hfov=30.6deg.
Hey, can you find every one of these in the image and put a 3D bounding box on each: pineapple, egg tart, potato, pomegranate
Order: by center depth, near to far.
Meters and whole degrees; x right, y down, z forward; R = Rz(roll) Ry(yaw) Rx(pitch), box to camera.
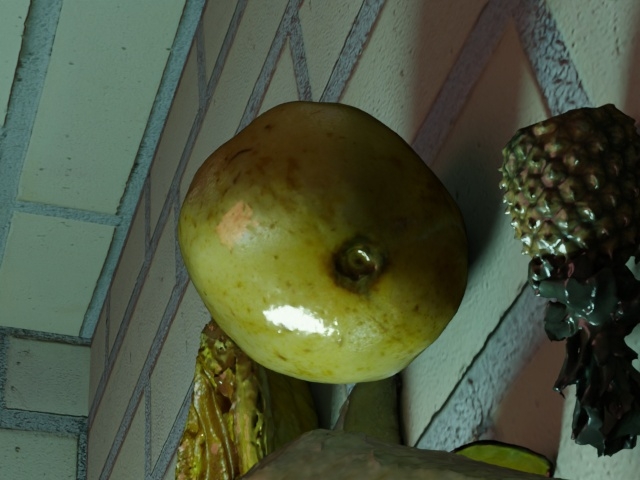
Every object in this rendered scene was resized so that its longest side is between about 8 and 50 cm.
[{"bbox_3d":[0.199,0.030,0.854,0.125,0.125,0.251,137,129,-61],"label":"pineapple"},{"bbox_3d":[0.007,0.008,1.143,0.307,0.307,0.307,-170,90,-72],"label":"pomegranate"},{"bbox_3d":[0.034,0.221,1.245,0.100,0.089,0.172,124,149,-56],"label":"potato"},{"bbox_3d":[-0.095,0.281,1.500,0.351,0.153,0.339,-163,83,-71],"label":"egg tart"}]

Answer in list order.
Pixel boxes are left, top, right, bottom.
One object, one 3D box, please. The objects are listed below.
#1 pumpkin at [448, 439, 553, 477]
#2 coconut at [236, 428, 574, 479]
[{"bbox_3d":[0.066,0.300,0.974,0.148,0.169,0.312,-166,87,-69],"label":"pumpkin"},{"bbox_3d":[0.093,0.314,0.639,0.404,0.405,0.404,-170,90,-72],"label":"coconut"}]
